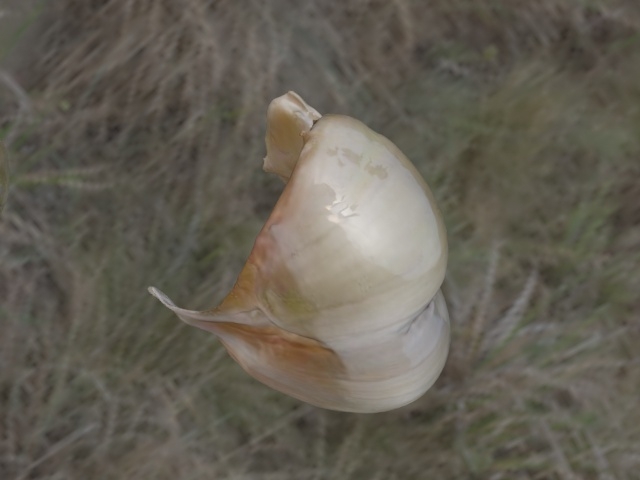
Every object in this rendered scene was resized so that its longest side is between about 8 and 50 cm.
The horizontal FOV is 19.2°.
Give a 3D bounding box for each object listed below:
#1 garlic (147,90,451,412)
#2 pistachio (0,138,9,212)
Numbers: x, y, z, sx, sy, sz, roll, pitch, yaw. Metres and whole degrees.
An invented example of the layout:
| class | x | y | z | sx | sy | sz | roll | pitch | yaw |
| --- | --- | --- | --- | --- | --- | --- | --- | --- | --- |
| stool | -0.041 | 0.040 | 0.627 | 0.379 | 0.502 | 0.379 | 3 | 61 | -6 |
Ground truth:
| class | x | y | z | sx | sy | sz | roll | pitch | yaw |
| --- | --- | --- | --- | --- | --- | --- | --- | --- | --- |
| garlic | 0.002 | 0.012 | 0.807 | 0.124 | 0.174 | 0.099 | 36 | 69 | 13 |
| pistachio | -0.153 | -0.027 | 0.556 | 0.126 | 0.185 | 0.108 | 10 | 90 | -6 |
